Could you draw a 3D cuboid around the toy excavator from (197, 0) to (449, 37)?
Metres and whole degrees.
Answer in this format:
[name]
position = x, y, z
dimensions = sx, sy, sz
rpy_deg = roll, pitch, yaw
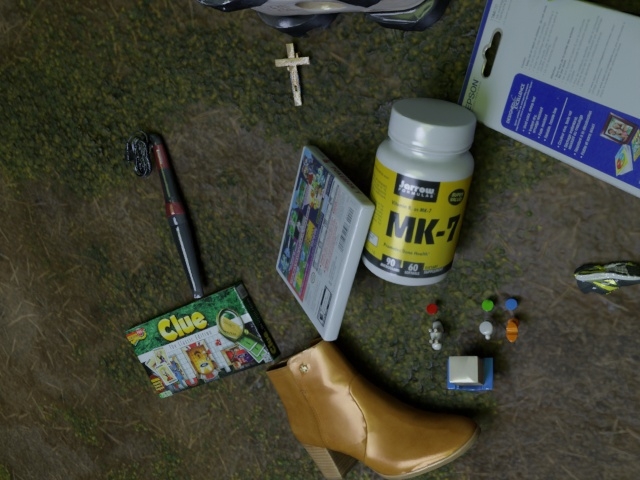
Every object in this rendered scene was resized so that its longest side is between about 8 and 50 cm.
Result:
[toy excavator]
position = -0.060, -0.468, 0.826
dimensions = 0.433, 0.222, 0.445
rpy_deg = 6, 98, 25

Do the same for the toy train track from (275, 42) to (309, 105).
[toy train track]
position = -0.033, -0.223, 0.992
dimensions = 0.048, 0.014, 0.083
rpy_deg = 1, 115, 19

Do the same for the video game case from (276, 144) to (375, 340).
[video game case]
position = 0.000, 0.000, 0.991
dimensions = 0.183, 0.023, 0.201
rpy_deg = 51, 134, 50

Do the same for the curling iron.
[curling iron]
position = -0.232, -0.040, 1.146
dimensions = 0.068, 0.035, 0.274
rpy_deg = -15, 101, 34

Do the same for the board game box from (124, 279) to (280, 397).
[board game box]
position = -0.199, 0.167, 1.213
dimensions = 0.260, 0.030, 0.136
rpy_deg = -24, 95, 31

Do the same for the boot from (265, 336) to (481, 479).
[boot]
position = 0.060, 0.231, 1.065
dimensions = 0.295, 0.104, 0.211
rpy_deg = -22, 98, 35

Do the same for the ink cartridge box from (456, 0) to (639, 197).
[ink cartridge box]
position = 0.301, -0.156, 0.777
dimensions = 0.333, 0.065, 0.165
rpy_deg = 37, 125, 40

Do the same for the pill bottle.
[pill bottle]
position = 0.120, -0.060, 0.906
dimensions = 0.119, 0.119, 0.208
rpy_deg = 18, 121, 19

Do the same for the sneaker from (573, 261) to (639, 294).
[sneaker]
position = 0.352, 0.048, 0.898
dimensions = 0.083, 0.031, 0.035
rpy_deg = 0, 122, 31

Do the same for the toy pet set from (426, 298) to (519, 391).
[toy pet set]
position = 0.210, 0.143, 0.997
dimensions = 0.122, 0.065, 0.114
rpy_deg = -5, 72, 25
